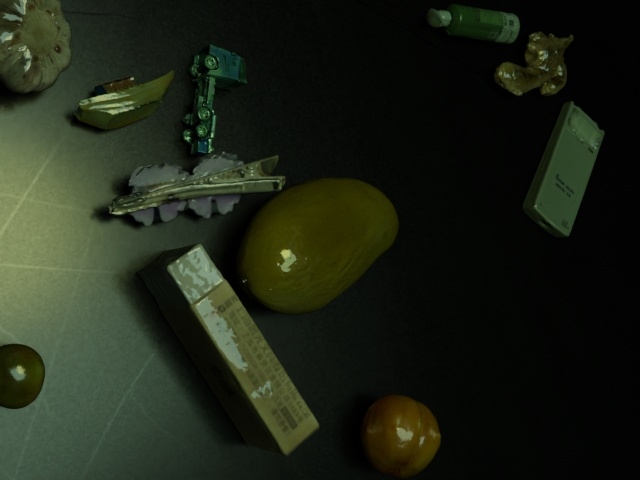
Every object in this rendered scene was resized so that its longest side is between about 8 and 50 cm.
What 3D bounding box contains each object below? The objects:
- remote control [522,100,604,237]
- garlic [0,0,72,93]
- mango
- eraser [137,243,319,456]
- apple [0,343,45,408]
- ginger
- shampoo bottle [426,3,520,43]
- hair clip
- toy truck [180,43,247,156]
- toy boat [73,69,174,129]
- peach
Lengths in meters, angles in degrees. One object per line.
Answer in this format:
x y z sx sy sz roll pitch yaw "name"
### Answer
0.509 -0.151 1.838 0.123 0.038 0.285 34 66 -25 "remote control"
-0.424 -0.289 1.253 0.147 0.102 0.159 -20 107 -45 "garlic"
-0.005 -0.006 1.456 0.332 0.142 0.195 -40 109 -36 "mango"
-0.141 0.167 1.346 0.078 0.144 0.343 -38 103 -27 "eraser"
-0.419 0.185 1.205 0.074 0.090 0.089 -3 86 -55 "apple"
0.432 -0.361 1.803 0.214 0.059 0.132 -6 96 -30 "ginger"
0.295 -0.423 1.720 0.205 0.065 0.065 0 85 -31 "shampoo bottle"
-0.190 -0.078 1.369 0.292 0.084 0.106 -13 127 -27 "hair clip"
-0.169 -0.219 1.416 0.081 0.067 0.175 10 79 -31 "toy truck"
-0.292 -0.218 1.347 0.172 0.065 0.066 -26 78 -33 "toy boat"
0.134 0.335 1.501 0.138 0.138 0.138 4 82 -31 "peach"
